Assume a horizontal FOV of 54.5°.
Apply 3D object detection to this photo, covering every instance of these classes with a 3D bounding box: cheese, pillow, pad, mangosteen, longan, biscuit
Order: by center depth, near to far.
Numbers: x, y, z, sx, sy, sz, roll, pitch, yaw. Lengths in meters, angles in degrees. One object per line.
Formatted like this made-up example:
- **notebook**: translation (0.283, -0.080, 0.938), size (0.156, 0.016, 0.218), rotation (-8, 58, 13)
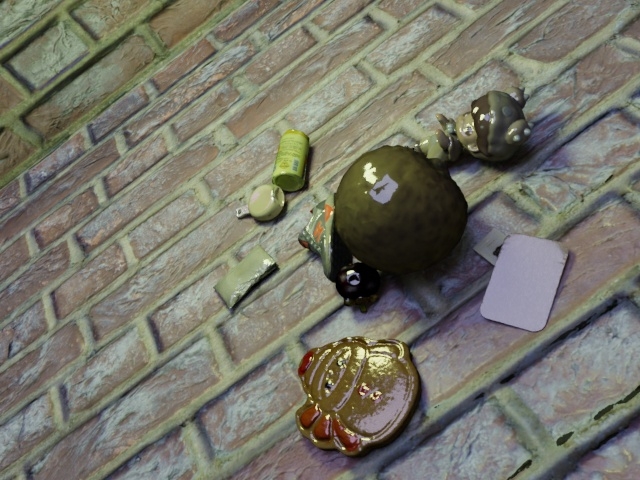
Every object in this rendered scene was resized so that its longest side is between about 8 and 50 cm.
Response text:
- **pad**: translation (0.548, 0.106, 1.672), size (0.176, 0.002, 0.266), rotation (14, 70, 30)
- **biscuit**: translation (0.085, 0.411, 1.713), size (0.381, 0.074, 0.359), rotation (18, 66, 36)
- **longan**: translation (0.221, -0.093, 1.784), size (0.391, 0.391, 0.391), rotation (-16, 50, 20)
- **mangosteen**: translation (0.114, 0.140, 1.865), size (0.137, 0.137, 0.151), rotation (-11, 86, 25)
- **pillow**: translation (-0.263, 0.121, 2.151), size (0.230, 0.050, 0.148), rotation (-42, 39, -4)
- **cheese**: translation (-0.232, -0.129, 2.299), size (0.227, 0.064, 0.137), rotation (-17, 64, 36)

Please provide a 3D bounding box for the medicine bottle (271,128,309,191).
- **medicine bottle**: translation (-0.108, -0.305, 2.329), size (0.124, 0.124, 0.238), rotation (-9, 52, 26)

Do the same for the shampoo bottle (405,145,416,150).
- **shampoo bottle**: translation (0.257, -0.270, 2.127), size (0.183, 0.050, 0.087), rotation (-24, 45, 14)

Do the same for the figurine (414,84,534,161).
- **figurine**: translation (0.480, -0.329, 1.952), size (0.381, 0.203, 0.248), rotation (-22, 41, 31)

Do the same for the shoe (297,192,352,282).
- **shoe**: translation (0.000, 0.000, 2.033), size (0.171, 0.132, 0.336), rotation (-19, 47, 24)

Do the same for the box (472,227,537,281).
- **box**: translation (0.518, 0.041, 1.751), size (0.090, 0.024, 0.167), rotation (-42, 46, -1)
